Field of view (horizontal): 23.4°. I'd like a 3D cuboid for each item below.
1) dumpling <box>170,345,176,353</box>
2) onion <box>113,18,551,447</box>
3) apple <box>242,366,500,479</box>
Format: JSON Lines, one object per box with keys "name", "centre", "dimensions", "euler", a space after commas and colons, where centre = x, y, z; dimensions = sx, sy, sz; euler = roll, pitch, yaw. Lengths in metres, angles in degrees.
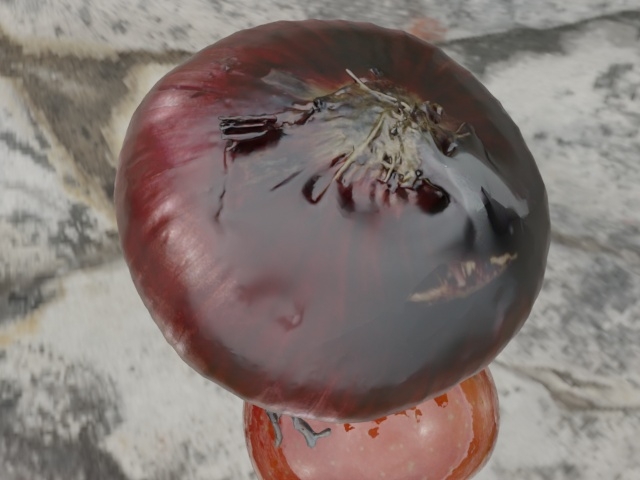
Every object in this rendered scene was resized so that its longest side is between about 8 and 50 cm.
{"name": "dumpling", "centre": [-0.119, 0.011, 1.672], "dimensions": [0.151, 0.124, 0.228], "euler": [-14, 95, 7]}
{"name": "onion", "centre": [0.000, 0.000, 0.971], "dimensions": [0.273, 0.273, 0.285], "euler": [8, 143, -13]}
{"name": "apple", "centre": [0.052, 0.172, 1.570], "dimensions": [0.260, 0.260, 0.216], "euler": [-20, 82, -7]}
